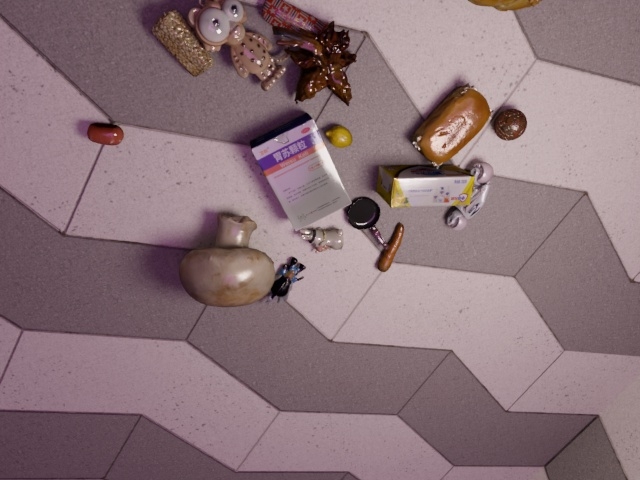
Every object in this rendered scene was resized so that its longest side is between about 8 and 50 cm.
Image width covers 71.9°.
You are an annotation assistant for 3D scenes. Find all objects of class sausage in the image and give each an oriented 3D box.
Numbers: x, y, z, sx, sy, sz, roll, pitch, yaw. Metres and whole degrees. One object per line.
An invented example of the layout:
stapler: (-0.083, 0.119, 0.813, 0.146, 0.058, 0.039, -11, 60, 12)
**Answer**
sausage: (-0.598, -0.296, 1.231, 0.094, 0.059, 0.054, 5, 115, -12)

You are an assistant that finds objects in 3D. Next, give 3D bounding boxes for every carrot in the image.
carrot: (0.253, 0.027, 1.555, 0.047, 0.047, 0.191, 17, 111, -17)

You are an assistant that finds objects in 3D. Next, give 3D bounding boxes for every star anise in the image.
star anise: (-0.015, -0.471, 1.168, 0.237, 0.148, 0.346, -39, 156, 17)

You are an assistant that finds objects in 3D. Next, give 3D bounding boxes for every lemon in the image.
lemon: (0.057, -0.314, 1.338, 0.092, 0.065, 0.065, 16, 112, -20)

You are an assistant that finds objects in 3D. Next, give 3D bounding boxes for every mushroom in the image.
mushroom: (-0.288, 0.063, 1.385, 0.298, 0.297, 0.289, 3, 79, -11)

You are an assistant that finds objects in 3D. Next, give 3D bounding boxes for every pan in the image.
pan: (0.173, -0.055, 1.500, 0.115, 0.040, 0.212, -35, 110, 7)

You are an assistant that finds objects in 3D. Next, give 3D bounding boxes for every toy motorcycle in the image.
toy motorcycle: (0.506, -0.138, 1.476, 0.113, 0.112, 0.254, 10, 119, -15)

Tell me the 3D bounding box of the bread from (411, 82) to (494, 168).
bread: (0.404, -0.351, 1.359, 0.136, 0.107, 0.241, 39, 104, -21)

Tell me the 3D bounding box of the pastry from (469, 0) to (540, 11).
pastry: (0.504, -0.743, 1.152, 0.311, 0.162, 0.255, 1, 118, -9)

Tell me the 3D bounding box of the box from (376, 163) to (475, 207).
box: (0.328, -0.176, 1.400, 0.265, 0.168, 0.097, -2, 113, -7)

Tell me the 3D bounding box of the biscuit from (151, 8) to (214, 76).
biscuit: (-0.357, -0.515, 1.157, 0.168, 0.082, 0.070, 47, 58, -27)

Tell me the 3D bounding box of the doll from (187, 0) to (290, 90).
doll: (-0.208, -0.526, 1.159, 0.278, 0.119, 0.154, 32, 92, -29)

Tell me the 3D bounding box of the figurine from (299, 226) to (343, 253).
figurine: (0.002, 0.007, 1.478, 0.146, 0.081, 0.098, -3, 117, -9)

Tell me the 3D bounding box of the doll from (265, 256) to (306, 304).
doll: (-0.131, 0.150, 1.534, 0.096, 0.070, 0.195, 37, 98, -8)

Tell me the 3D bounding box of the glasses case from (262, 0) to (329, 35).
glasses case: (-0.064, -0.584, 1.189, 0.195, 0.049, 0.073, 19, 112, -18)

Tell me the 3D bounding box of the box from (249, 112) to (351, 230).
box: (-0.058, -0.205, 1.347, 0.200, 0.106, 0.299, -26, 119, 1)

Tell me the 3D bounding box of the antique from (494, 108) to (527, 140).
antique: (0.599, -0.364, 1.391, 0.104, 0.104, 0.104, -4, 117, -8)
